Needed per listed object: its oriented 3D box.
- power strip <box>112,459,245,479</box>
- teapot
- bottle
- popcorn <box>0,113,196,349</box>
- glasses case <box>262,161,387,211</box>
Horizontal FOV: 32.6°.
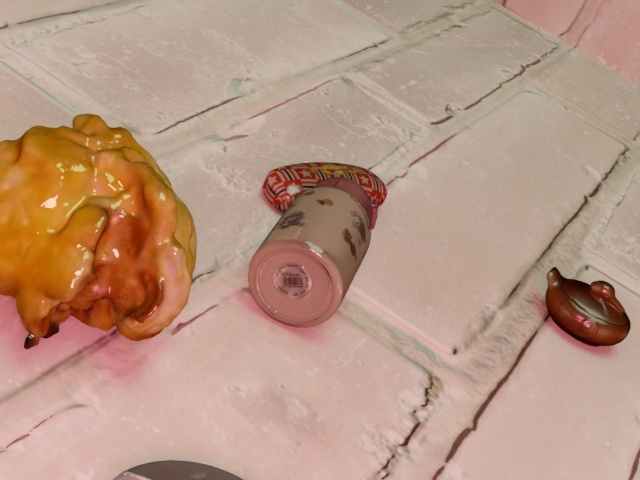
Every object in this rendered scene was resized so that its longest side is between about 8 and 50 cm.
[{"bbox_3d":[-0.071,0.258,0.852,0.137,0.044,0.216,-1,39,-41],"label":"power strip"},{"bbox_3d":[0.351,0.083,1.437,0.129,0.078,0.098,36,30,18],"label":"teapot"},{"bbox_3d":[0.000,0.000,1.258,0.110,0.110,0.233,27,29,1],"label":"bottle"},{"bbox_3d":[-0.217,-0.007,1.030,0.253,0.191,0.190,45,8,23],"label":"popcorn"},{"bbox_3d":[0.008,-0.075,1.448,0.194,0.049,0.073,-5,41,-43],"label":"glasses case"}]
